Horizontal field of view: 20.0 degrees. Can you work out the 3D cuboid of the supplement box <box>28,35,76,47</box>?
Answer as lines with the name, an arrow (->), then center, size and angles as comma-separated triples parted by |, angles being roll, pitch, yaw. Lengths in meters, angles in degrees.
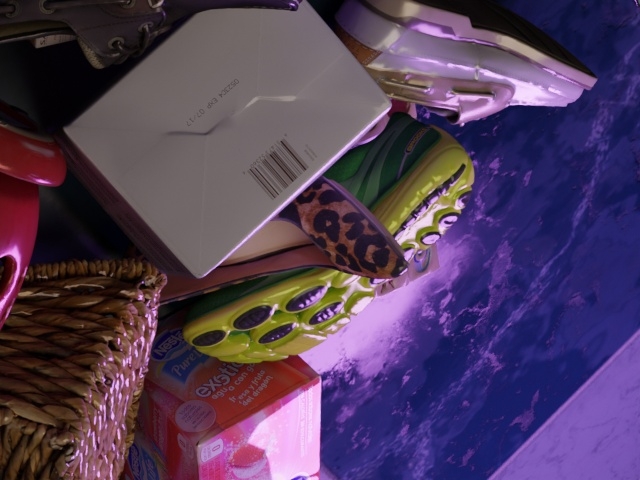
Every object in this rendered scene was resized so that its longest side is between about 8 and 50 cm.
supplement box -> -0.182, -0.180, 1.336 | 0.098, 0.062, 0.036 | -18, 137, -36

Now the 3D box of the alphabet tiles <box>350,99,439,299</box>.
alphabet tiles -> 0.006, -0.020, 1.677 | 0.237, 0.009, 0.198 | -24, 117, -29

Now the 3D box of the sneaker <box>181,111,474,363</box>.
sneaker -> 0.000, 0.000, 1.610 | 0.295, 0.123, 0.109 | -37, 143, -2

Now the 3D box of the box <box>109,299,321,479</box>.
box -> -0.099, 0.215, 1.739 | 0.142, 0.154, 0.300 | -28, 140, -27

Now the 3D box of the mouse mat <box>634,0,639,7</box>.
mouse mat -> 0.372, -0.335, 1.825 | 0.189, 0.007, 0.152 | -44, 145, -7

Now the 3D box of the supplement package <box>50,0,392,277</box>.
supplement package -> -0.083, -0.087, 1.372 | 0.194, 0.149, 0.203 | -42, -172, -9

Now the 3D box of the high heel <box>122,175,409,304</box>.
high heel -> -0.053, 0.027, 1.486 | 0.186, 0.261, 0.093 | -46, 130, -12

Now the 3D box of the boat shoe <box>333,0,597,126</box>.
boat shoe -> 0.124, -0.163, 1.649 | 0.302, 0.113, 0.103 | 14, 115, -40

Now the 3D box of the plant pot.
plant pot -> -0.286, -0.028, 1.273 | 0.191, 0.191, 0.174 | 20, 99, -53

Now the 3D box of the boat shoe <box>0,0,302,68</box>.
boat shoe -> -0.149, -0.162, 1.233 | 0.103, 0.285, 0.092 | 87, 5, -88

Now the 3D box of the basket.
basket -> -0.274, 0.154, 1.491 | 0.223, 0.213, 0.299 | -68, 175, -48
